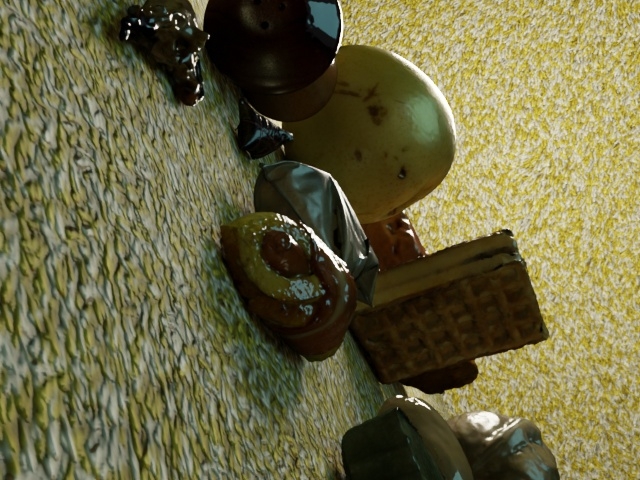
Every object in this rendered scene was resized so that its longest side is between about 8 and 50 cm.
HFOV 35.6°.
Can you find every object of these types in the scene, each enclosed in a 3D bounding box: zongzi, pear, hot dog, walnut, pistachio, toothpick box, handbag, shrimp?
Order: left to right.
[{"bbox_3d":[-0.134,-0.182,0.953,0.262,0.066,0.117,-85,151,-74],"label":"shrimp"},{"bbox_3d":[-0.088,-0.149,1.301,0.083,0.067,0.074,7,65,-63],"label":"zongzi"},{"bbox_3d":[-0.058,-0.276,1.437,0.294,0.192,0.192,65,3,-78],"label":"toothpick box"},{"bbox_3d":[-0.015,0.046,1.002,0.261,0.093,0.123,54,14,-65],"label":"hot dog"},{"bbox_3d":[0.000,0.000,1.204,0.182,0.117,0.270,53,2,12],"label":"handbag"},{"bbox_3d":[0.078,-0.182,1.735,0.309,0.309,0.309,-23,90,-84],"label":"pear"},{"bbox_3d":[0.119,0.285,1.226,0.131,0.130,0.206,11,33,-25],"label":"pistachio"},{"bbox_3d":[0.294,0.411,1.720,0.248,0.248,0.248,-23,90,-84],"label":"walnut"}]

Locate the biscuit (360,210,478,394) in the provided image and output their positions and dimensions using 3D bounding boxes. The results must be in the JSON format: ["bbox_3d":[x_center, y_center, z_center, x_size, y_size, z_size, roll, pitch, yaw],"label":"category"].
[{"bbox_3d":[0.180,0.133,2.030,0.395,0.166,0.343,50,19,-65],"label":"biscuit"}]

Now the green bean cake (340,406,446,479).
[{"bbox_3d":[0.095,0.285,1.043,0.183,0.094,0.185,53,17,-58],"label":"green bean cake"}]

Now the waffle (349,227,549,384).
[{"bbox_3d":[0.202,0.115,1.648,0.091,0.308,0.213,-97,165,-47],"label":"waffle"}]
